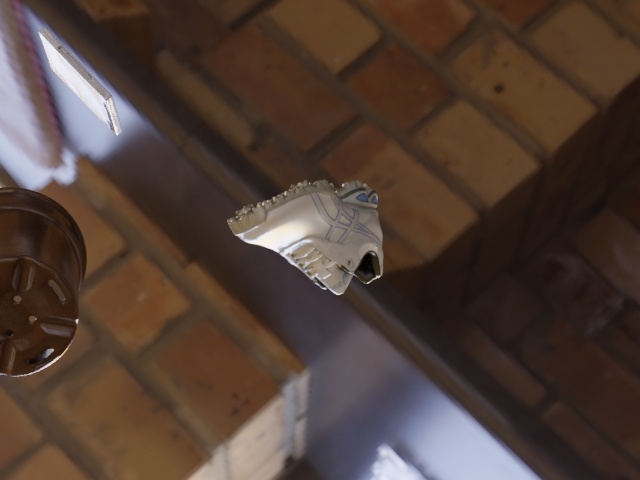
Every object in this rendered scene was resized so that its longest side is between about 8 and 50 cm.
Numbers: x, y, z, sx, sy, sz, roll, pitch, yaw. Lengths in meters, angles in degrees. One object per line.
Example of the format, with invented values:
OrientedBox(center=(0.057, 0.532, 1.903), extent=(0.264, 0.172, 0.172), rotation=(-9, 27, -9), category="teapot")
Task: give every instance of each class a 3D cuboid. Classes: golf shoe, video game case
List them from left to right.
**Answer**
OrientedBox(center=(-0.274, -0.182, 1.661), extent=(0.122, 0.011, 0.087), rotation=(45, 164, 17), category="video game case")
OrientedBox(center=(0.000, 0.000, 1.129), extent=(0.069, 0.176, 0.086), rotation=(-24, 79, 34), category="golf shoe")

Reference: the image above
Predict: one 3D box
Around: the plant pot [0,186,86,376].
OrientedBox(center=(-0.312, 0.049, 1.467), extent=(0.167, 0.167, 0.165), rotation=(58, 178, -24), category="plant pot")
